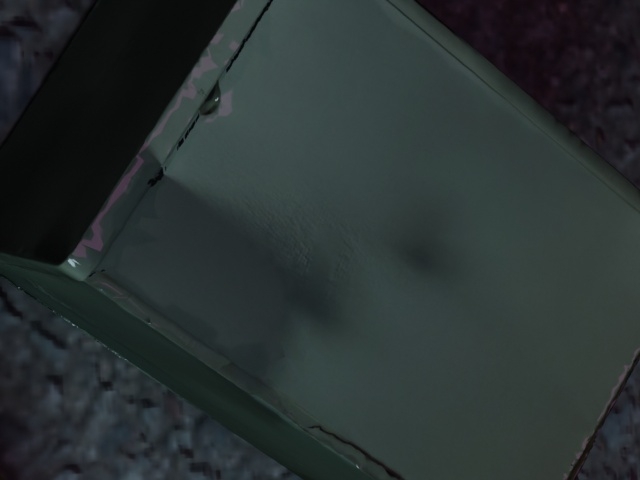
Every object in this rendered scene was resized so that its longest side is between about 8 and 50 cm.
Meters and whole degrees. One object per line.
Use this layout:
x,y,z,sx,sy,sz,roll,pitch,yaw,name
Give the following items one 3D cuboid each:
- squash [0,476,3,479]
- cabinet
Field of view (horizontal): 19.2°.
-0.158,0.093,0.654,0.137,0.137,0.287,-46,122,-21,squash
0.000,0.000,0.704,0.206,0.150,0.145,37,77,-24,cabinet
